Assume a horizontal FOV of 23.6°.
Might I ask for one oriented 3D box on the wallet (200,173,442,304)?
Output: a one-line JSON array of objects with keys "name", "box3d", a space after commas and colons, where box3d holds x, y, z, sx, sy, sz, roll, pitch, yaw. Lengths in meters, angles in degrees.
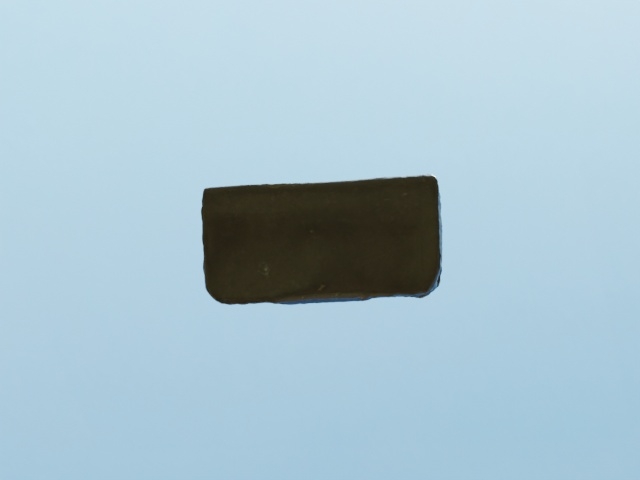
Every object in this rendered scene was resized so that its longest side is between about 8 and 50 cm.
[{"name": "wallet", "box3d": [0.000, 0.000, 0.973, 0.156, 0.018, 0.082, -4, -101, 8]}]
